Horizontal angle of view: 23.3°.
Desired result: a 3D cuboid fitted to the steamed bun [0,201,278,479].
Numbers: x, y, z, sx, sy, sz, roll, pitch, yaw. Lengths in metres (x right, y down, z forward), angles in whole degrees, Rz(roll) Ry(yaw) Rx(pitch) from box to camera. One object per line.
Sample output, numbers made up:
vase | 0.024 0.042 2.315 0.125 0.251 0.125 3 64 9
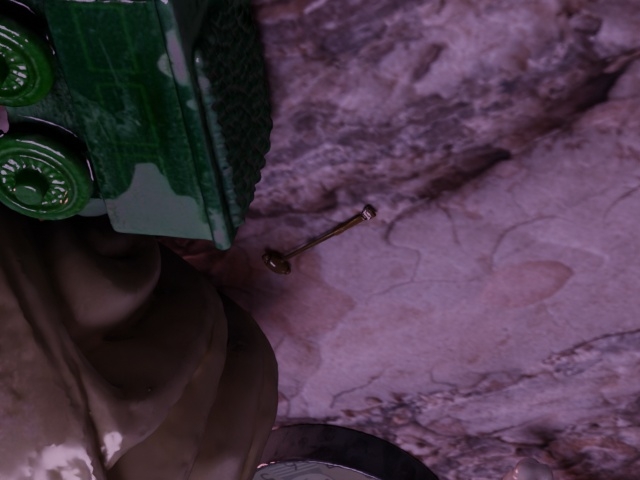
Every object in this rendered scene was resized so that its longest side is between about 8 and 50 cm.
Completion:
steamed bun | -0.202 0.085 1.245 0.352 0.339 0.247 16 97 -2

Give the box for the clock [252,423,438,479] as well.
clock | 0.020 0.262 1.525 0.215 0.042 0.215 11 139 10

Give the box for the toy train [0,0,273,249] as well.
toy train | -0.151 -0.120 1.089 0.202 0.145 0.266 3 138 14

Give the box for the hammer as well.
hammer | 0.000 0.000 1.262 0.029 0.014 0.123 34 137 -29

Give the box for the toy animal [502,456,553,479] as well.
toy animal | 0.258 0.298 1.418 0.141 0.138 0.282 -8 110 18
